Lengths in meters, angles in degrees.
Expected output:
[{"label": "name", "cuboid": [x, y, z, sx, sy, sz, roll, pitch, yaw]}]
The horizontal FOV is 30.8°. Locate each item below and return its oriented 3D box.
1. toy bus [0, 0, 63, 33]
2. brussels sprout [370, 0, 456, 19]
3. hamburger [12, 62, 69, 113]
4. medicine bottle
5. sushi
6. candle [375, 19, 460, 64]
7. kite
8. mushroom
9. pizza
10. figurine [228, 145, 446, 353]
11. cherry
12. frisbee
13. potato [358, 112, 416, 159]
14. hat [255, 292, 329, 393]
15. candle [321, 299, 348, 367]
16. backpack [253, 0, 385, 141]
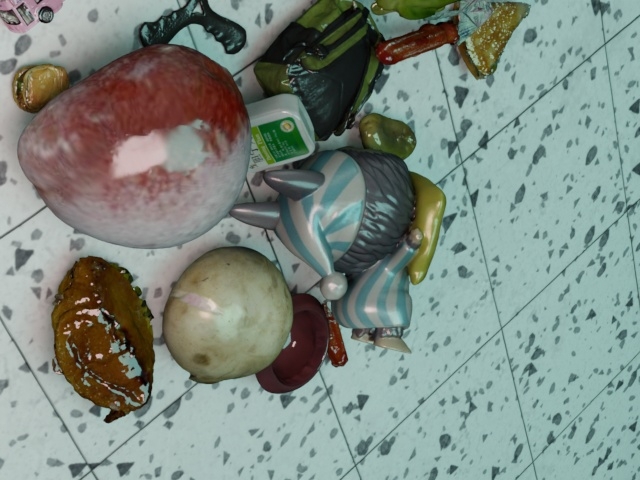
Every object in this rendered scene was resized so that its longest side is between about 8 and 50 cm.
[{"label": "toy bus", "cuboid": [-0.383, -0.386, 1.676, 0.203, 0.063, 0.090, -47, 131, -21]}, {"label": "brussels sprout", "cuboid": [0.216, -0.551, 2.015, 0.371, 0.315, 0.276, -25, 85, -29]}, {"label": "hamburger", "cuboid": [-0.416, -0.227, 1.731, 0.083, 0.044, 0.076, -11, 115, -43]}, {"label": "medicine bottle", "cuboid": [-0.107, -0.174, 1.959, 0.183, 0.069, 0.119, -14, 138, 13]}, {"label": "sushi", "cuboid": [-0.352, 0.162, 1.908, 0.167, 0.179, 0.296, -29, 114, -3]}, {"label": "candle", "cuboid": [0.178, -0.365, 2.135, 0.329, 0.051, 0.048, -30, 152, -57]}, {"label": "kite", "cuboid": [0.271, -0.449, 2.272, 0.152, 0.005, 0.137, -4, 109, -19]}, {"label": "mushroom", "cuboid": [-0.168, 0.134, 2.037, 0.255, 0.184, 0.255, -21, 125, -34]}, {"label": "pizza", "cuboid": [0.348, -0.435, 2.359, 0.195, 0.052, 0.185, -33, 122, -23]}, {"label": "figurine", "cuboid": [0.000, 0.000, 2.108, 0.378, 0.266, 0.361, 9, 87, -20]}, {"label": "cherry", "cuboid": [-0.266, -0.129, 1.755, 0.335, 0.291, 0.326, -33, 158, -13]}, {"label": "frisbee", "cuboid": [-0.200, -0.389, 1.884, 0.211, 0.012, 0.187, -11, 116, -39]}, {"label": "potato", "cuboid": [0.123, -0.196, 2.235, 0.138, 0.070, 0.091, 16, 68, -38]}, {"label": "hat", "cuboid": [-0.066, 0.194, 2.232, 0.205, 0.089, 0.205, -18, 117, -41]}, {"label": "candle", "cuboid": [0.028, 0.187, 2.348, 0.053, 0.048, 0.162, -61, 145, -49]}, {"label": "backpack", "cuboid": [0.012, -0.308, 2.033, 0.253, 0.140, 0.207, -53, 137, -21]}]
